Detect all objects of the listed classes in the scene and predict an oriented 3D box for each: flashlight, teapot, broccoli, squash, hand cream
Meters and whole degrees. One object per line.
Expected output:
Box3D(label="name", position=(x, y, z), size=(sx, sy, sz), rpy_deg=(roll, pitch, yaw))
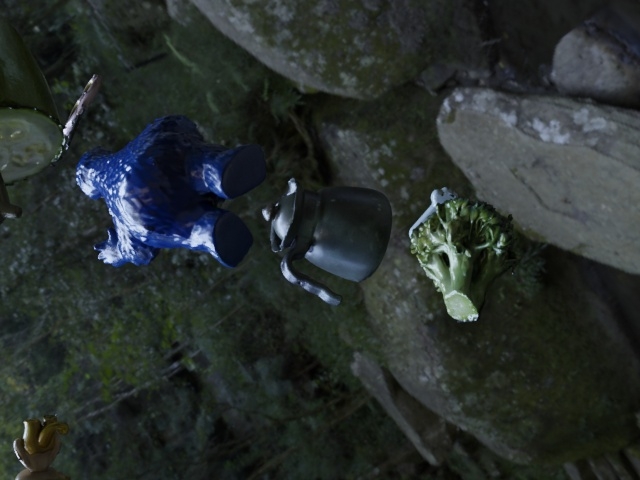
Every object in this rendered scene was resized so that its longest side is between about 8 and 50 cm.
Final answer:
Box3D(label="flashlight", position=(0.343, -0.077, 2.057), size=(0.093, 0.200, 0.047), rpy_deg=(24, -156, -25))
Box3D(label="teapot", position=(-0.006, -0.001, 1.564), size=(0.285, 0.305, 0.223), rpy_deg=(15, 167, -15))
Box3D(label="broccoli", position=(0.294, 0.051, 1.428), size=(0.245, 0.248, 0.288), rpy_deg=(-66, -35, -37))
Box3D(label="squash", position=(-0.508, -0.234, 1.008), size=(0.260, 0.189, 0.189), rpy_deg=(61, -173, 25))
Box3D(label="hand cream", position=(-0.339, -0.104, 2.289), size=(0.042, 0.194, 0.067), rpy_deg=(39, 147, -11))

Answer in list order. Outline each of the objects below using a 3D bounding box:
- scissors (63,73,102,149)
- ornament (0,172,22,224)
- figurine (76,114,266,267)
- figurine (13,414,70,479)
Box3D(label="scissors", position=(-0.522, -0.269, 1.444), size=(0.024, 0.160, 0.317), rpy_deg=(31, -159, -26))
Box3D(label="ornament", position=(-0.536, -0.028, 0.874), size=(0.245, 0.230, 0.061), rpy_deg=(28, 164, 9))
Box3D(label="figurine", position=(-0.180, -0.058, 0.710), size=(0.121, 0.262, 0.164), rpy_deg=(18, -105, -53))
Box3D(label="figurine", position=(-0.552, 0.475, 1.320), size=(0.156, 0.246, 0.131), rpy_deg=(-1, -178, -44))
